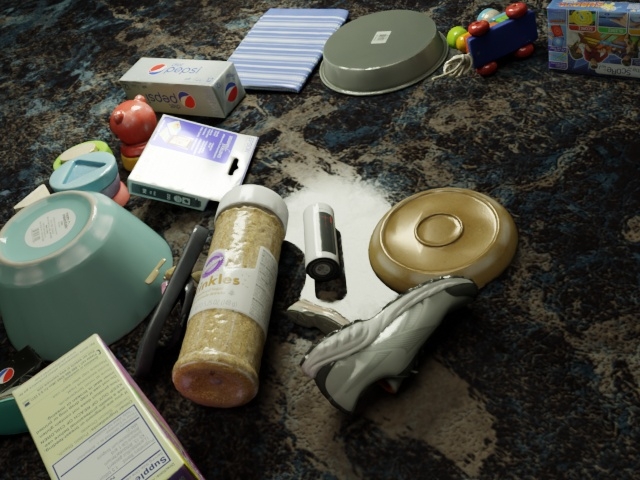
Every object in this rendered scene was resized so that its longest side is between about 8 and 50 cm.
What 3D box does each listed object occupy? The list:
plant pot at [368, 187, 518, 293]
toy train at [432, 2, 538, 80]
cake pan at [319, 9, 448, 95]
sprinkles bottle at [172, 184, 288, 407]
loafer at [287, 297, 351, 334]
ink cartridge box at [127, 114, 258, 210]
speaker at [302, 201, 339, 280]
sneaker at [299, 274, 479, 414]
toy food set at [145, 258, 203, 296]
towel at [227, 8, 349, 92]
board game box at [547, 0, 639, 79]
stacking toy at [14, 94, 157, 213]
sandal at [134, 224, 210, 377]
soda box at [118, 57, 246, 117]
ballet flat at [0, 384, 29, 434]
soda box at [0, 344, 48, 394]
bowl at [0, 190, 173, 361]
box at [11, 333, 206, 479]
[{"bbox_3d":[0.188,-0.009,1.065,0.236,0.032,0.236,-10,43,9],"label":"plant pot"},{"bbox_3d":[0.302,-0.402,1.391,0.247,0.105,0.143,-26,32,-7],"label":"toy train"},{"bbox_3d":[0.134,-0.425,1.506,0.292,0.054,0.293,-10,43,10],"label":"cake pan"},{"bbox_3d":[-0.126,0.072,1.031,0.121,0.121,0.356,-7,44,13],"label":"sprinkles bottle"},{"bbox_3d":[0.008,0.112,0.998,0.125,0.045,0.039,14,45,35],"label":"loafer"},{"bbox_3d":[-0.246,-0.151,1.344,0.208,0.045,0.206,13,48,1],"label":"ink cartridge box"},{"bbox_3d":[0.000,0.000,1.108,0.055,0.055,0.136,-12,42,8],"label":"speaker"},{"bbox_3d":[0.107,0.135,0.913,0.271,0.100,0.108,-28,75,-19],"label":"sneaker"},{"bbox_3d":[-0.223,0.076,1.124,0.122,0.019,0.078,22,54,12],"label":"toy food set"},{"bbox_3d":[-0.091,-0.464,1.651,0.243,0.040,0.336,8,51,25],"label":"towel"},{"bbox_3d":[0.518,-0.365,1.237,0.201,0.136,0.035,17,54,33],"label":"board game box"},{"bbox_3d":[-0.484,-0.172,1.395,0.279,0.131,0.309,1,40,23],"label":"stacking toy"},{"bbox_3d":[-0.218,0.093,1.050,0.054,0.097,0.255,26,67,-11],"label":"sandal"},{"bbox_3d":[-0.321,-0.356,1.574,0.286,0.091,0.098,10,51,29],"label":"soda box"},{"bbox_3d":[-0.403,0.234,1.012,0.213,0.072,0.068,-15,23,1],"label":"ballet flat"},{"bbox_3d":[-0.495,0.242,1.039,0.169,0.053,0.060,-41,46,-21],"label":"soda box"},{"bbox_3d":[-0.428,0.033,1.154,0.311,0.163,0.312,-10,44,10],"label":"bowl"},{"bbox_3d":[-0.217,0.267,0.789,0.117,0.214,0.243,-36,44,-17],"label":"box"}]
